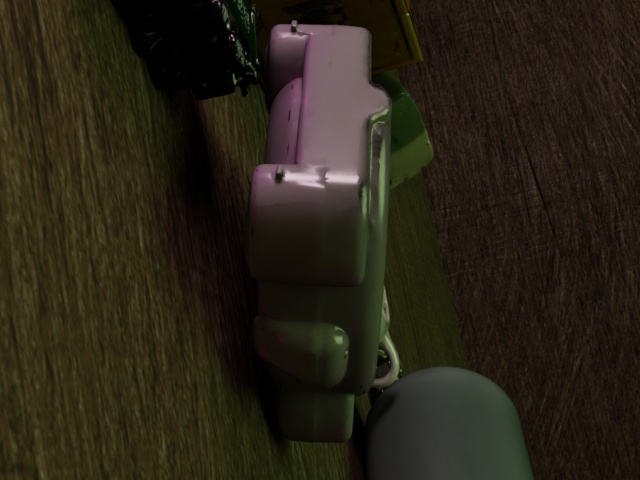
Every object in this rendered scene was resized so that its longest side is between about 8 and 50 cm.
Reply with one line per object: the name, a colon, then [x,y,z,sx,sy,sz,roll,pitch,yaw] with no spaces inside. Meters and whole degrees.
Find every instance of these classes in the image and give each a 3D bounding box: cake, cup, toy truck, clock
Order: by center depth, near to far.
toy truck: [-0.123,-0.225,0.943,0.259,0.088,0.121,65,16,-52]
clock: [0.000,0.000,1.072,0.295,0.113,0.322,-87,178,-49]
cup: [0.157,0.307,1.394,0.312,0.205,0.205,-93,165,-49]
cake: [0.036,-0.194,1.538,0.158,0.172,0.283,67,11,-50]

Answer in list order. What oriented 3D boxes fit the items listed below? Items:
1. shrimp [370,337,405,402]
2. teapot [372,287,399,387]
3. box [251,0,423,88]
shrimp: [0.073,0.187,1.579,0.198,0.051,0.262,44,30,-58]
teapot: [0.039,0.065,1.408,0.145,0.092,0.226,-17,94,-77]
box: [-0.013,-0.293,1.318,0.301,0.193,0.084,61,18,-55]
